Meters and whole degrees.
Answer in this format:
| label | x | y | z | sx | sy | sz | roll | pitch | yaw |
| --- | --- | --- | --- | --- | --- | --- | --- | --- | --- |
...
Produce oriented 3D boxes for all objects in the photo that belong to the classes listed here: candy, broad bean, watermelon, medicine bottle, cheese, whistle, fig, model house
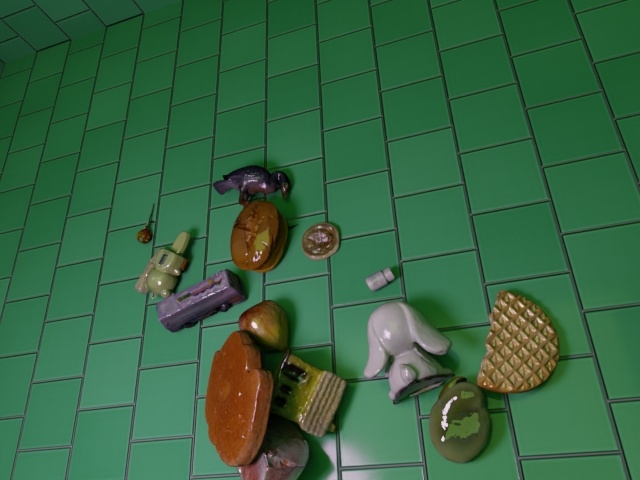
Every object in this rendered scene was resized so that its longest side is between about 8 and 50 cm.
| label | x | y | z | sx | sy | sz | roll | pitch | yaw |
| --- | --- | --- | --- | --- | --- | --- | --- | --- | --- |
| candy | -0.726 | -0.074 | 2.150 | 0.061 | 0.060 | 0.200 | -7 | 56 | 18 |
| broad bean | 0.383 | 0.492 | 1.415 | 0.169 | 0.100 | 0.227 | -7 | 64 | 26 |
| watermelon | -0.165 | 0.608 | 1.518 | 0.224 | 0.180 | 0.305 | -28 | 30 | -13 |
| medicine bottle | 0.197 | 0.128 | 1.687 | 0.089 | 0.052 | 0.052 | -29 | 59 | 5 |
| cheese | -0.663 | 0.119 | 2.015 | 0.043 | 0.065 | 0.193 | 18 | 74 | 34 |
| whistle | -0.579 | 0.095 | 1.970 | 0.131 | 0.106 | 0.288 | 17 | 74 | 29 |
| fig | -0.150 | 0.314 | 1.699 | 0.257 | 0.159 | 0.159 | 44 | 85 | 10 |
| model house | -0.042 | 0.470 | 1.563 | 0.234 | 0.175 | 0.193 | 27 | 73 | -3 |

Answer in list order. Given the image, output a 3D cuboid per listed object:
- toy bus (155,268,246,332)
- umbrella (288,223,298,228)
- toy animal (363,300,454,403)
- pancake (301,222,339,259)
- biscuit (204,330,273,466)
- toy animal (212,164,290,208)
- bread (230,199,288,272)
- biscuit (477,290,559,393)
| label | x | y | z | sx | sy | sz | roll | pitch | yaw |
| --- | --- | --- | --- | --- | --- | --- | --- | --- | --- |
| toy bus | -0.435 | 0.219 | 1.837 | 0.317 | 0.138 | 0.112 | -27 | 57 | 5 |
| umbrella | -0.139 | -0.038 | 1.921 | 0.122 | 0.013 | 0.022 | -18 | 41 | 14 |
| toy animal | 0.236 | 0.327 | 1.504 | 0.249 | 0.174 | 0.289 | -44 | 60 | -4 |
| pancake | 0.000 | 0.000 | 1.841 | 0.152 | 0.025 | 0.151 | -9 | 62 | 18 |
| biscuit | -0.258 | 0.476 | 1.555 | 0.349 | 0.078 | 0.455 | -66 | 29 | 9 |
| toy animal | -0.269 | -0.209 | 1.992 | 0.299 | 0.122 | 0.185 | 13 | 75 | 19 |
| bread | -0.225 | -0.014 | 1.857 | 0.196 | 0.143 | 0.269 | 1 | 72 | 27 |
| biscuit | 0.565 | 0.292 | 1.437 | 0.205 | 0.040 | 0.308 | 17 | 60 | 14 |
